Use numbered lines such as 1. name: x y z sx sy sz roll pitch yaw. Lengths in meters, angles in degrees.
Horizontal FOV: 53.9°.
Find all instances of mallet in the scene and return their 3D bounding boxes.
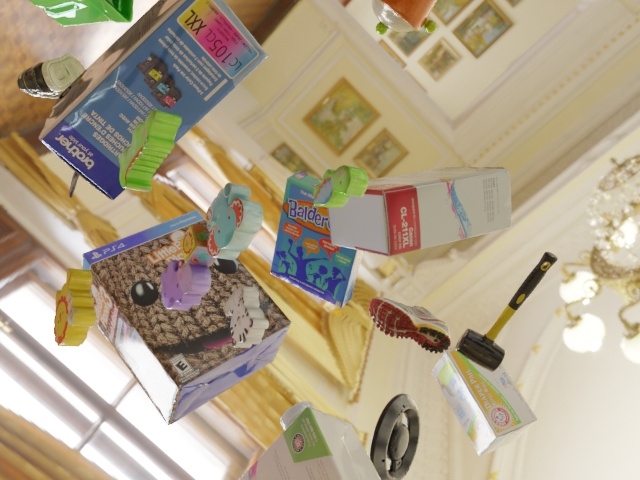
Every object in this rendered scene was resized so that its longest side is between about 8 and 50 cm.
1. mallet: 0.240 0.088 0.824 0.039 0.062 0.189 -51 163 -61

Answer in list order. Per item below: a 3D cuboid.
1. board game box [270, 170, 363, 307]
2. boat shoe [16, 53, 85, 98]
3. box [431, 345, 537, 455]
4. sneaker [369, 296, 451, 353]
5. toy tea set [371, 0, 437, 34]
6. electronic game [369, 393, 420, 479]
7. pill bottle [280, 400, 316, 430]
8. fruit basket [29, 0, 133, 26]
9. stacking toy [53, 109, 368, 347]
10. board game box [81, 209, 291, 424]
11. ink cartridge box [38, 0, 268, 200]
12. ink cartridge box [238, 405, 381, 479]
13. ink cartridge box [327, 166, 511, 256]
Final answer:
1. board game box: 0.000 0.000 1.141 0.047 0.160 0.210 -40 148 -53
2. boat shoe: -0.552 -0.342 1.324 0.079 0.084 0.233 -18 -166 8
3. box: 0.338 0.324 1.317 0.103 0.203 0.114 -15 148 -20
4. sneaker: 0.227 0.208 1.613 0.088 0.225 0.092 -61 -179 29
5. toy tea set: 0.041 -0.427 0.939 0.124 0.336 0.200 -52 153 17
6. electronic game: 0.181 0.485 1.521 0.048 0.229 0.229 8 -137 34
7. pill bottle: -0.003 0.400 1.194 0.103 0.184 0.103 -22 141 -20
8. fruit basket: -0.465 -0.604 1.210 0.392 0.392 0.282 -36 -127 53
9. stacking toy: -0.084 0.011 0.467 0.221 0.167 0.052 -50 -133 36
10. board game box: -0.238 0.123 1.098 0.232 0.291 0.141 -27 154 -38
11. ink cartridge box: -0.295 -0.243 1.026 0.395 0.151 0.270 -39 -151 6
12. ink cartridge box: -0.060 0.479 1.039 0.353 0.119 0.207 -49 -142 12
13. ink cartridge box: 0.114 -0.038 0.729 0.175 0.072 0.127 -11 -169 -26
